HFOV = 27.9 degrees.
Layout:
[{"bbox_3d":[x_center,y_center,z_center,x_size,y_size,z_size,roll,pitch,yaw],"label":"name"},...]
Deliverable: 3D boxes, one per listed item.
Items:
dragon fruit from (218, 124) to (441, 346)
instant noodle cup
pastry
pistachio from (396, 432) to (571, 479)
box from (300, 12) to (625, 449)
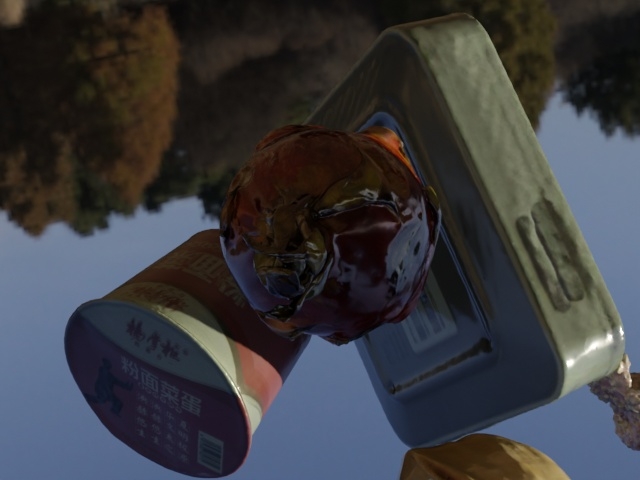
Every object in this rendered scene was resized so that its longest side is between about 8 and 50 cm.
[{"bbox_3d":[0.000,0.000,0.695,0.125,0.125,0.246,28,-167,5],"label":"dragon fruit"},{"bbox_3d":[-0.128,0.108,1.363,0.234,0.235,0.178,-3,-148,38],"label":"instant noodle cup"},{"bbox_3d":[0.406,0.181,1.399,0.265,0.112,0.103,9,175,-13],"label":"pastry"},{"bbox_3d":[0.142,0.233,0.962,0.157,0.157,0.229,-16,-154,-24],"label":"pistachio"},{"bbox_3d":[0.116,0.008,1.366,0.111,0.396,0.396,-18,169,-26],"label":"box"}]
